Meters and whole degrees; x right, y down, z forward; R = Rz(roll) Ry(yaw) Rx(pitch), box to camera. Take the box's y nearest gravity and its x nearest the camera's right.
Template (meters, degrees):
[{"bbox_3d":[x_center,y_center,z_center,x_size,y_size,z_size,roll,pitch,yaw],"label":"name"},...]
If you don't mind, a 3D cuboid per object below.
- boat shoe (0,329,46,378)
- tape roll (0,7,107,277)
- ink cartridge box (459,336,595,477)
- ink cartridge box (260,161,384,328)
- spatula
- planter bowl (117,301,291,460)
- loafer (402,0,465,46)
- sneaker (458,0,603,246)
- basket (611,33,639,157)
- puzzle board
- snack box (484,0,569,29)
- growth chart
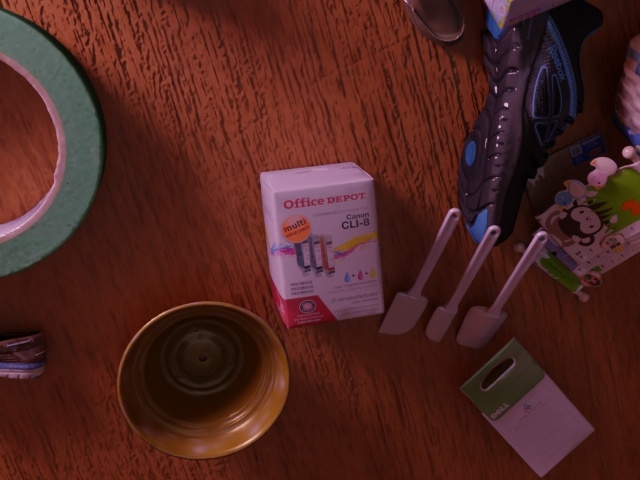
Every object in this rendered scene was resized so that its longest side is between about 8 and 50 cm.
[{"bbox_3d":[-0.436,0.129,1.011,0.183,0.066,0.066,7,99,-23],"label":"boat shoe"},{"bbox_3d":[-0.413,-0.113,0.938,0.322,0.077,0.321,-3,105,-10],"label":"tape roll"},{"bbox_3d":[0.291,0.234,1.183,0.109,0.062,0.209,-42,109,2],"label":"ink cartridge box"},{"bbox_3d":[0.000,0.000,1.025,0.128,0.127,0.176,-8,106,-9],"label":"ink cartridge box"},{"bbox_3d":[0.194,0.059,1.085,0.168,0.019,0.242,14,130,-10],"label":"spatula"},{"bbox_3d":[-0.151,0.168,1.060,0.217,0.090,0.217,-3,106,-10],"label":"planter bowl"},{"bbox_3d":[0.130,-0.302,1.009,0.056,0.050,0.148,-43,109,2],"label":"loafer"},{"bbox_3d":[0.270,-0.150,1.041,0.140,0.125,0.340,6,105,-14],"label":"sneaker"},{"bbox_3d":[0.512,-0.169,1.059,0.255,0.201,0.289,-35,143,0],"label":"basket"},{"bbox_3d":[0.349,-0.084,1.135,0.128,0.011,0.096,-26,107,-4],"label":"puzzle board"},{"bbox_3d":[0.247,-0.376,0.953,0.175,0.070,0.207,-23,74,-4],"label":"snack box"},{"bbox_3d":[0.377,-0.019,1.095,0.172,0.021,0.237,30,133,-15],"label":"growth chart"}]
